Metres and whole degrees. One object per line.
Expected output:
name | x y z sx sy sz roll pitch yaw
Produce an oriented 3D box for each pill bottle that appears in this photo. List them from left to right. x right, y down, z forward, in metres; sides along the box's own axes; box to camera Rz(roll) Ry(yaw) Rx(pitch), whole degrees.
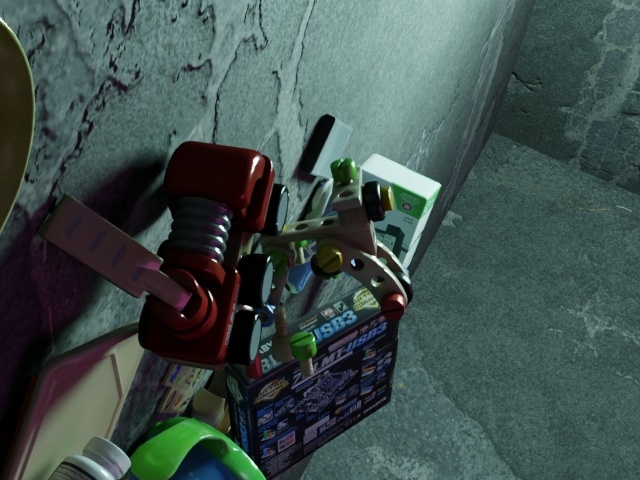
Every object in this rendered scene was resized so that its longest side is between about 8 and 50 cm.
pill bottle | -0.245 0.257 0.955 0.120 0.067 0.067 -53 164 -33

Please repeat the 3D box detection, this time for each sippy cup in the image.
sippy cup | -0.207 0.388 1.252 0.224 0.240 0.305 -38 110 -43

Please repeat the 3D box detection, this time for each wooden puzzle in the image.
wooden puzzle | -0.261 0.185 0.995 0.238 0.044 0.221 -63 169 15

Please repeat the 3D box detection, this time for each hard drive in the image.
hard drive | 0.011 -0.145 1.508 0.094 0.022 0.135 -65 168 5

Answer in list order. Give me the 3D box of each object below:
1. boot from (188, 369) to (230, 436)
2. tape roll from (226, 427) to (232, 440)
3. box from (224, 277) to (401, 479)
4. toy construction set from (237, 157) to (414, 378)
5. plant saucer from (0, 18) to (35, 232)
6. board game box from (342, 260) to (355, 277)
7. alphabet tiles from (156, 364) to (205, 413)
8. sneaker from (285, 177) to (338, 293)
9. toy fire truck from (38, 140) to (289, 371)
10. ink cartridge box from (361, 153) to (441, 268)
boot | -0.151 0.264 1.559 0.197 0.073 0.152 -38 153 -39
tape roll | -0.161 0.433 1.769 0.321 0.077 0.321 -55 168 -18
box | -0.007 0.228 1.530 0.296 0.073 0.293 -29 142 -24
toy construction set | -0.019 0.018 1.347 0.309 0.258 0.237 -45 136 -47
plant saucer | -0.257 -0.032 0.556 0.241 0.037 0.241 -58 167 -22
board game box | 0.035 0.030 1.813 0.090 0.090 0.020 -41 152 -63
alphabet tiles | -0.164 0.143 1.393 0.237 0.009 0.198 -63 168 -6
sneaker | 0.000 0.000 1.621 0.211 0.081 0.080 -65 170 13
toy fire truck | -0.137 -0.006 0.909 0.246 0.159 0.217 74 26 -72
ink cartridge box | 0.129 -0.044 1.914 0.087 0.153 0.208 -46 158 -54
